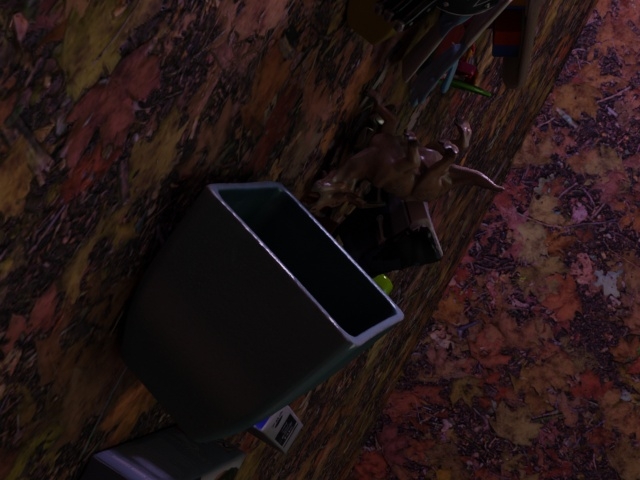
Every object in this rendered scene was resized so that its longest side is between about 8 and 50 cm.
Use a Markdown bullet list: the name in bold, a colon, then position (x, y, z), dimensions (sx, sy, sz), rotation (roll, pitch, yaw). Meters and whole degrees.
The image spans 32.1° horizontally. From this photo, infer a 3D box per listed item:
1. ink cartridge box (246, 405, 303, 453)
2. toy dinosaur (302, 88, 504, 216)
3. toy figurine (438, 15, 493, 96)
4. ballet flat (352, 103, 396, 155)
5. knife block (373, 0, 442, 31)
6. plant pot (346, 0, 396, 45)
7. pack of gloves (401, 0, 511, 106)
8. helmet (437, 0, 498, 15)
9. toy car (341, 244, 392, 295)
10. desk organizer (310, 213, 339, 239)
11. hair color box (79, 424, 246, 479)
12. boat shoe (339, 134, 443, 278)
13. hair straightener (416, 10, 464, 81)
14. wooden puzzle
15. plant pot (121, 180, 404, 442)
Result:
- **ink cartridge box**: position (-0.123, 0.235, 1.648), dimensions (0.065, 0.165, 0.332), rotation (-58, 168, -11)
- **toy dinosaur**: position (0.129, -0.104, 1.755), dimensions (0.127, 0.296, 0.200), rotation (-92, -160, -53)
- **toy figurine**: position (0.265, -0.353, 1.998), dimensions (0.173, 0.130, 0.159), rotation (-119, -133, -80)
- **ballet flat**: position (0.088, -0.183, 1.826), dimensions (0.114, 0.041, 0.041), rotation (-59, 167, -12)
- **knife block**: position (0.184, -0.371, 1.367), dimensions (0.088, 0.276, 0.242), rotation (83, 9, -69)
- **plant pot**: position (0.081, -0.305, 1.457), dimensions (0.083, 0.081, 0.081), rotation (-56, 171, 34)
- **pack of gloves**: position (0.215, -0.308, 1.702), dimensions (0.232, 0.046, 0.195), rotation (-47, -161, 28)
- **helmet**: position (0.206, -0.398, 1.535), dimensions (0.161, 0.169, 0.169), rotation (-70, -175, -74)
- **toy car**: position (0.014, 0.114, 2.072), dimensions (0.155, 0.149, 0.188), rotation (-49, -168, -27)
- **desk organizer**: position (0.000, 0.000, 1.852), dimensions (0.047, 0.050, 0.130), rotation (-56, 166, -17)
- **hair color box**: position (-0.249, 0.389, 1.624), dimensions (0.185, 0.114, 0.374), rotation (-62, 167, 5)
- **boat shoe**: position (0.101, -0.060, 1.915), dimensions (0.340, 0.158, 0.127), rotation (-97, 165, -59)
- **hair straightener**: position (0.203, -0.365, 1.826), dimensions (0.089, 0.047, 0.230), rotation (1, -108, 58)
- **wooden puzzle**: position (0.323, -0.459, 1.820), dimensions (0.348, 0.081, 0.322), rotation (87, 8, -73)
- **plant pot**: position (-0.091, 0.103, 1.353), dimensions (0.252, 0.247, 0.248), rotation (-46, 170, 15)
